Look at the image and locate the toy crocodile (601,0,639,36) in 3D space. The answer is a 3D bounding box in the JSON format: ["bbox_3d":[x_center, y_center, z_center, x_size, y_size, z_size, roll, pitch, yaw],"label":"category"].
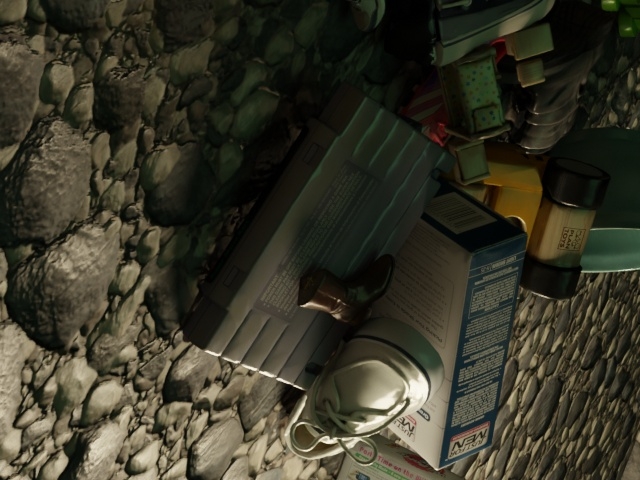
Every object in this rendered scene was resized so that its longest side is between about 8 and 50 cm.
[{"bbox_3d":[0.549,-0.416,2.430,0.340,0.115,0.105,26,69,-65],"label":"toy crocodile"}]

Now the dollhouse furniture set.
[{"bbox_3d":[0.251,-0.177,1.900,0.161,0.101,0.182,-18,108,-13],"label":"dollhouse furniture set"}]

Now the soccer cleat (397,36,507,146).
[{"bbox_3d":[0.178,-0.191,1.961,0.248,0.095,0.083,-61,153,-10],"label":"soccer cleat"}]

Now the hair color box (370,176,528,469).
[{"bbox_3d":[0.159,0.111,1.920,0.105,0.174,0.347,-17,128,-33],"label":"hair color box"}]

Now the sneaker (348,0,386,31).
[{"bbox_3d":[0.036,-0.300,1.682,0.058,0.052,0.135,-36,134,-29],"label":"sneaker"}]

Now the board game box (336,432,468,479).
[{"bbox_3d":[0.105,0.482,2.219,0.097,0.224,0.303,5,107,-61],"label":"board game box"}]

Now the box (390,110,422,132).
[{"bbox_3d":[0.049,-0.033,1.889,0.183,0.059,0.233,-30,137,-45],"label":"box"}]

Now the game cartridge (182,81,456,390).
[{"bbox_3d":[0.000,0.000,1.745,0.230,0.068,0.355,29,95,-46],"label":"game cartridge"}]

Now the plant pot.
[{"bbox_3d":[0.472,-0.074,2.424,0.293,0.293,0.196,32,55,-63],"label":"plant pot"}]

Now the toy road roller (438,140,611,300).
[{"bbox_3d":[0.242,-0.050,2.132,0.329,0.240,0.202,5,110,-23],"label":"toy road roller"}]

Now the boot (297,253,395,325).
[{"bbox_3d":[0.029,0.047,1.740,0.114,0.037,0.106,28,94,-46],"label":"boot"}]

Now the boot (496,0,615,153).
[{"bbox_3d":[0.337,-0.226,2.207,0.338,0.118,0.223,-24,137,-47],"label":"boot"}]

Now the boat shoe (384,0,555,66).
[{"bbox_3d":[0.211,-0.352,1.855,0.340,0.127,0.158,-38,142,-44],"label":"boat shoe"}]

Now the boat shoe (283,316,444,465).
[{"bbox_3d":[0.030,0.217,1.868,0.156,0.136,0.367,-49,-176,-28],"label":"boat shoe"}]
